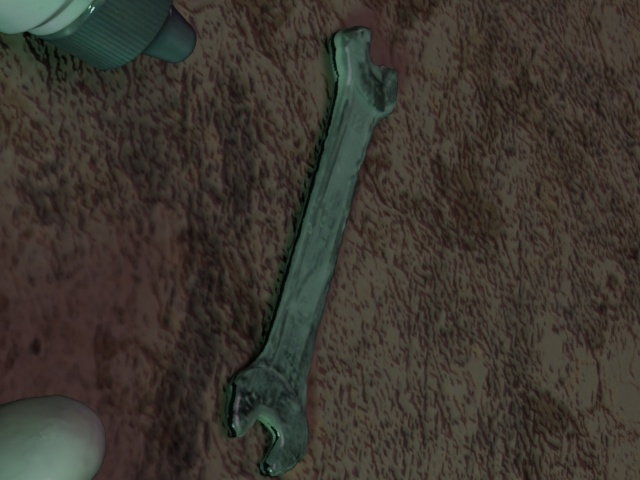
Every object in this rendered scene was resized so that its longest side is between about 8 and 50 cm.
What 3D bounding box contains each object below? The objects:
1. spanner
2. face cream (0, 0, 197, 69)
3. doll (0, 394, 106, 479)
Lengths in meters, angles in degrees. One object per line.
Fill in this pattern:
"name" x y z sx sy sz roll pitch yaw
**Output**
"spanner" 0.000 0.000 1.136 0.071 0.017 0.302 41 52 -35
"face cream" -0.175 -0.163 0.927 0.311 0.092 0.092 32 57 -39
"doll" -0.204 0.221 0.706 0.365 0.187 0.376 22 44 -52
